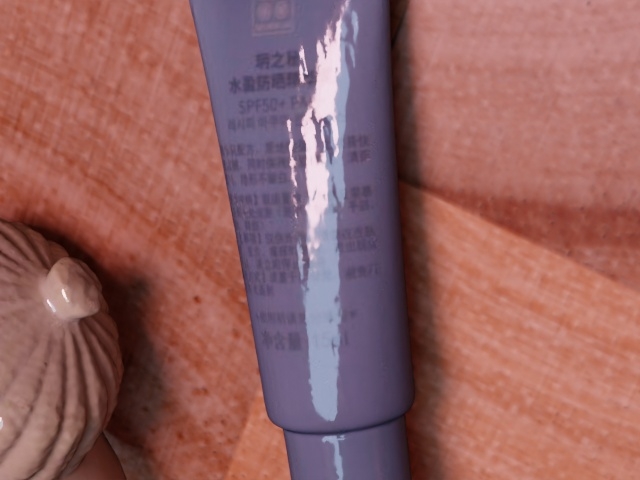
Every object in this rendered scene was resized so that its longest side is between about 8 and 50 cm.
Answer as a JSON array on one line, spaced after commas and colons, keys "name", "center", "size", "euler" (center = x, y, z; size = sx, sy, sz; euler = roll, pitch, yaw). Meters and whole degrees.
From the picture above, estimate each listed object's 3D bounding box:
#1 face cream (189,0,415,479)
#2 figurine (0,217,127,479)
[{"name": "face cream", "center": [0.000, 0.000, 0.944], "size": [0.135, 0.086, 0.385], "euler": [-2, 101, 27]}, {"name": "figurine", "center": [-0.280, 0.100, 1.005], "size": [0.332, 0.185, 0.204], "euler": [-10, 139, 4]}]
